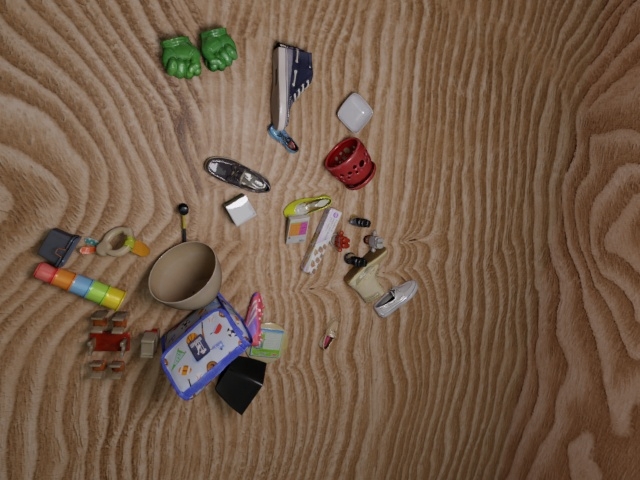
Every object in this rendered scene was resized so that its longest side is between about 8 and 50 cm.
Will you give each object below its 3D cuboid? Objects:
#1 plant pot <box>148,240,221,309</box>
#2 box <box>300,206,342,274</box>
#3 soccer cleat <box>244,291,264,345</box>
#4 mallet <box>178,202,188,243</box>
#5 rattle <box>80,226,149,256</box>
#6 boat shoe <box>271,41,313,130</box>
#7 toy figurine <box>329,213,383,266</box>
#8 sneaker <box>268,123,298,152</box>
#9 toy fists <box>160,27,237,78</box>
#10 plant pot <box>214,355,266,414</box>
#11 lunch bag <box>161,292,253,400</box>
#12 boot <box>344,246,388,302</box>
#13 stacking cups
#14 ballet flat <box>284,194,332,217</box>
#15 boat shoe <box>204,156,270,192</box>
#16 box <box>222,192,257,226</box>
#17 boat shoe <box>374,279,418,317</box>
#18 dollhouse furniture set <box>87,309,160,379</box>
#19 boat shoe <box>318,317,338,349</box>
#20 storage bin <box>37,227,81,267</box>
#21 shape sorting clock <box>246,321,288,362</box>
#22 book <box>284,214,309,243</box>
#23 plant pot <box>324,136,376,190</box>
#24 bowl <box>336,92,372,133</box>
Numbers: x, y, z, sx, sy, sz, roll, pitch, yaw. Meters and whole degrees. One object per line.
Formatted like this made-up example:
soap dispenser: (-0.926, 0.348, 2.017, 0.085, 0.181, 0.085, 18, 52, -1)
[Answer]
plant pot: (-0.517, 0.170, 1.693, 0.284, 0.284, 0.191, -35, 143, -11)
box: (0.000, 0.000, 1.951, 0.063, 0.067, 0.324, 22, 96, -26)
soccer cleat: (-0.312, 0.362, 1.908, 0.095, 0.083, 0.248, 1, 93, 8)
mallet: (-0.564, -0.063, 1.719, 0.039, 0.062, 0.189, -3, 120, -21)
rattle: (-0.808, 0.029, 1.640, 0.200, 0.143, 0.130, -23, 80, 0)
boat shoe: (-0.110, -0.617, 1.695, 0.158, 0.127, 0.340, -2, 101, -24)
toy figurine: (0.172, 0.003, 1.986, 0.209, 0.148, 0.213, -47, 114, -11)
sneaker: (-0.149, -0.434, 1.764, 0.162, 0.073, 0.063, 38, 88, -26)
toy fists: (-0.448, -0.694, 1.556, 0.279, 0.096, 0.142, -23, 113, -17)
plant pot: (-0.370, 0.638, 1.902, 0.167, 0.187, 0.188, 33, 101, -10)
lunch bag: (-0.461, 0.425, 1.696, 0.328, 0.385, 0.239, -40, 116, -7)
boot: (0.272, 0.175, 2.095, 0.262, 0.095, 0.203, -44, 115, -5)
stacking cups: (-0.924, 0.174, 1.609, 0.316, 0.096, 0.096, 29, 92, -21)
ballet flat: (-0.051, -0.155, 1.879, 0.231, 0.077, 0.077, -18, 106, -17)
boat shoe: (-0.333, -0.268, 1.721, 0.285, 0.092, 0.102, 22, 95, -26)
box: (-0.342, -0.130, 1.758, 0.101, 0.087, 0.102, -32, 114, -12)
boat shoe: (0.393, 0.289, 2.183, 0.267, 0.096, 0.088, -38, 120, 0)
dollhouse furniture set: (-0.809, 0.419, 1.714, 0.259, 0.135, 0.262, 5, 102, -12)
boat shoe: (0.052, 0.477, 2.106, 0.063, 0.059, 0.170, 23, 95, -26)
storage bin: (-0.973, 0.024, 1.540, 0.091, 0.098, 0.135, 31, 91, -16)
shape sorting clock: (-0.258, 0.489, 1.989, 0.206, 0.040, 0.206, -2, 97, -15)
book: (-0.104, -0.049, 1.882, 0.096, 0.035, 0.144, -6, 131, -22)
plant pot: (0.144, -0.334, 1.851, 0.174, 0.191, 0.191, 41, 86, -31)
bowl: (0.147, -0.569, 1.862, 0.142, 0.053, 0.142, 39, 88, -27)
